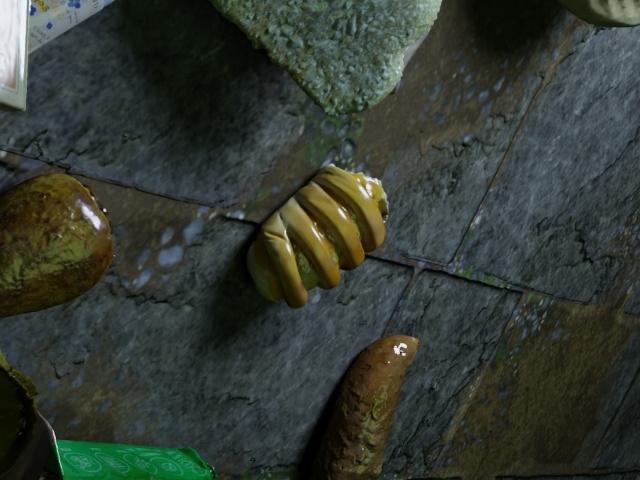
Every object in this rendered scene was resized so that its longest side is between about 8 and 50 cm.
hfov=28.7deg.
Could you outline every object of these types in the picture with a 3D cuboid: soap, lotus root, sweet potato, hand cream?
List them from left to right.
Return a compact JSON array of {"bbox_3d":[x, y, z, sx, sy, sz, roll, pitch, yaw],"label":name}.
[{"bbox_3d":[-0.259,0.019,1.040,0.191,0.094,0.108,-33,106,-25],"label":"lotus root"},{"bbox_3d":[-0.219,-0.179,0.977,0.171,0.043,0.065,-36,135,-23],"label":"hand cream"},{"bbox_3d":[-0.229,0.289,1.284,0.273,0.098,0.217,18,101,-56],"label":"soap"},{"bbox_3d":[0.042,0.282,1.639,0.114,0.092,0.341,-27,139,-63],"label":"sweet potato"}]

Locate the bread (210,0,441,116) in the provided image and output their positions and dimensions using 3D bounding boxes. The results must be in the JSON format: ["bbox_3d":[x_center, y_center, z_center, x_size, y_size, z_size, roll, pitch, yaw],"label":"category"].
[{"bbox_3d":[0.018,-0.237,1.129,0.207,0.056,0.286,-48,137,8],"label":"bread"}]

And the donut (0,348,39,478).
[{"bbox_3d":[-0.354,0.129,0.952,0.272,0.107,0.272,-21,143,-17],"label":"donut"}]

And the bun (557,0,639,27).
[{"bbox_3d":[0.375,-0.419,1.405,0.326,0.234,0.362,1,131,-46],"label":"bun"}]

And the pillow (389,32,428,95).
[{"bbox_3d":[0.049,-0.254,1.246,0.270,0.067,0.173,17,108,-56],"label":"pillow"}]

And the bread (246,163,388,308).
[{"bbox_3d":[0.000,0.000,1.372,0.177,0.084,0.119,-42,143,-17],"label":"bread"}]

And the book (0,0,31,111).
[{"bbox_3d":[-0.244,-0.219,0.815,0.170,0.018,0.241,18,71,-63],"label":"book"}]
